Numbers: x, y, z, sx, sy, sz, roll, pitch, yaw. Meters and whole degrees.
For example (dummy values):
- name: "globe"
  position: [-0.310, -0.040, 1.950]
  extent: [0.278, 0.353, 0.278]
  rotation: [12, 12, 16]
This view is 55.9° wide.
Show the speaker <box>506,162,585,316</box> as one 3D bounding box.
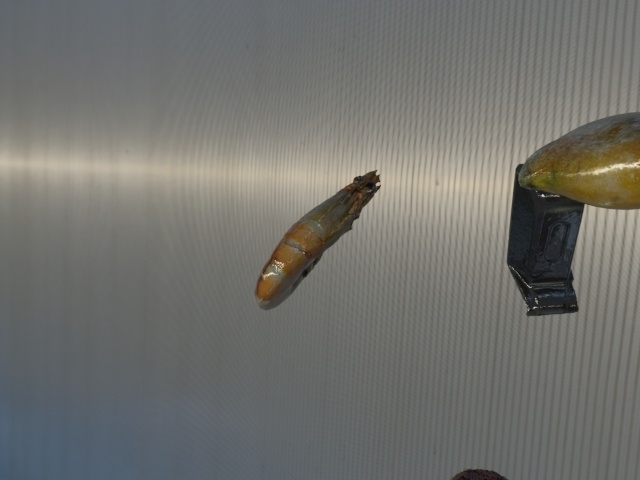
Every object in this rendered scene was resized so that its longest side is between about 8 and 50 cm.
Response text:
- name: "speaker"
  position: [0.601, -0.006, 1.568]
  extent: [0.184, 0.180, 0.388]
  rotation: [-93, -5, -52]

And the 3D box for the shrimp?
- name: "shrimp"
  position: [0.000, 0.000, 0.916]
  extent: [0.063, 0.287, 0.152]
  rotation: [36, 150, 16]

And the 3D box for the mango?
- name: "mango"
  position: [0.492, -0.132, 1.033]
  extent: [0.316, 0.193, 0.146]
  rotation: [-3, 125, 54]

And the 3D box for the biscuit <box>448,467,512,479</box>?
- name: "biscuit"
  position: [0.242, 0.389, 0.796]
  extent: [0.192, 0.192, 0.049]
  rotation: [55, 129, 27]
